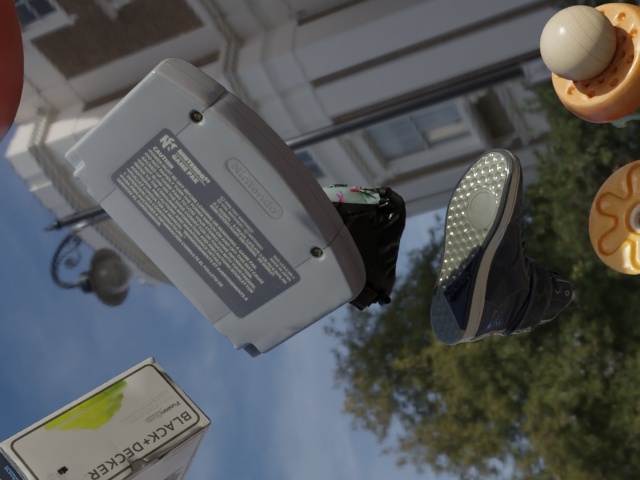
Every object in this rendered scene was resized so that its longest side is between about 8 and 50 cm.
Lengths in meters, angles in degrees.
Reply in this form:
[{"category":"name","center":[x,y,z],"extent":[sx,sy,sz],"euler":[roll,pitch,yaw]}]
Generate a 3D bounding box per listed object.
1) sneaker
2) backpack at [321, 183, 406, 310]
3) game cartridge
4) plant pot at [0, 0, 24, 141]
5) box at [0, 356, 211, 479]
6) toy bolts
[{"category":"sneaker","center":[0.221,0.007,1.096],"extent":[0.163,0.086,0.226],"euler":[0,-68,-32]},{"category":"backpack","center":[0.000,0.000,1.160],"extent":[0.115,0.182,0.152],"euler":[-143,58,-69]},{"category":"game cartridge","center":[-0.099,-0.029,0.975],"extent":[0.297,0.198,0.062],"euler":[49,-150,-11]},{"category":"plant pot","center":[-0.379,-0.117,0.624],"extent":[0.243,0.275,0.275],"euler":[-49,-59,-50]},{"category":"box","center":[-0.223,0.254,0.911],"extent":[0.087,0.290,0.169],"euler":[45,-133,18]},{"category":"toy bolts","center":[0.273,-0.086,0.752],"extent":[0.158,0.228,0.218],"euler":[16,-97,-38]}]
